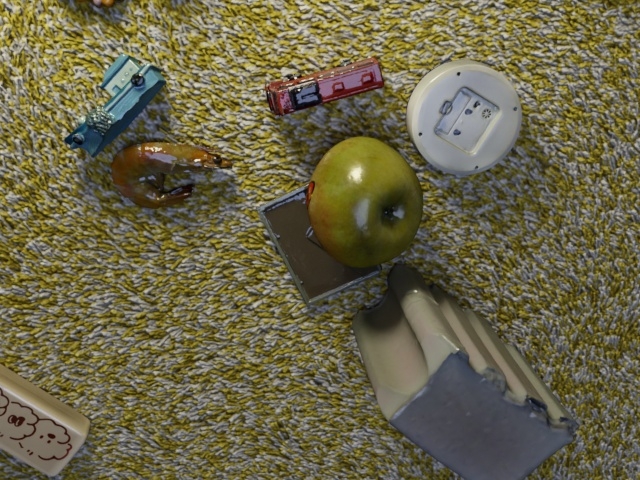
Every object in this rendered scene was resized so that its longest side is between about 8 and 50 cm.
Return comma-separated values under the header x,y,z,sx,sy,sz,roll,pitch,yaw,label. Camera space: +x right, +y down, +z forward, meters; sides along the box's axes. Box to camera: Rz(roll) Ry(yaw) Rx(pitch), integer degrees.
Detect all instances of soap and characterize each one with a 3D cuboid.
x,y,z,sx,sy,sz,roll,pitch,yaw,label
0.267,0.270,1.787,0.350,0.435,0.213,32,103,-18,soap

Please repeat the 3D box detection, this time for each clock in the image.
x,y,z,sx,sy,sz,roll,pitch,yaw,label
0.293,-0.252,1.788,0.230,0.083,0.230,-1,108,-4,clock

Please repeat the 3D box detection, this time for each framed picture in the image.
x,y,z,sx,sy,sz,roll,pitch,yaw,label
0.000,0.000,1.877,0.189,0.023,0.260,-26,110,4,framed picture

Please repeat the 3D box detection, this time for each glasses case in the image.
x,y,z,sx,sy,sz,roll,pitch,yaw,label
-0.682,0.378,1.916,0.336,0.076,0.144,36,103,-16,glasses case

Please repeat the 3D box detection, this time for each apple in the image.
x,y,z,sx,sy,sz,roll,pitch,yaw,label
0.093,-0.076,1.746,0.261,0.194,0.260,-10,106,-36,apple

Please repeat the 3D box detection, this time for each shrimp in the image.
x,y,z,sx,sy,sz,roll,pitch,yaw,label
-0.303,-0.138,1.782,0.249,0.068,0.150,-8,123,3,shrimp

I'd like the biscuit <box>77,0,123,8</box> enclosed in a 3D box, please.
x,y,z,sx,sy,sz,roll,pitch,yaw,label
-0.429,-0.515,1.638,0.170,0.050,0.170,-2,110,-4,biscuit

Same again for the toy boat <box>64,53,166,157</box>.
x,y,z,sx,sy,sz,roll,pitch,yaw,label
-0.413,-0.266,1.707,0.098,0.109,0.238,44,98,3,toy boat

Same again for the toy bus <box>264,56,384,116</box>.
x,y,z,sx,sy,sz,roll,pitch,yaw,label
0.008,-0.306,1.732,0.235,0.096,0.073,-16,108,-1,toy bus
